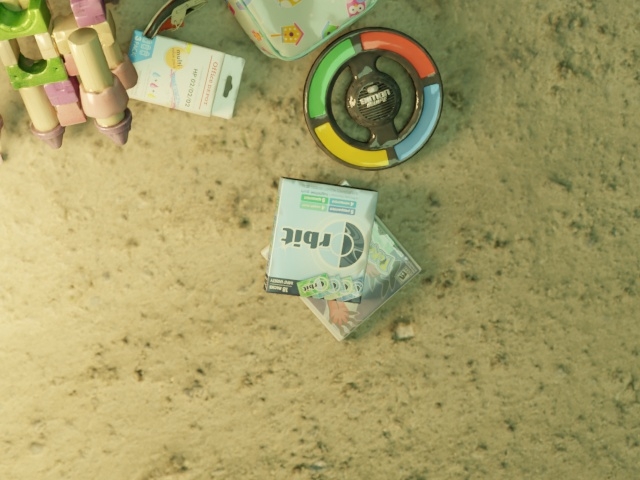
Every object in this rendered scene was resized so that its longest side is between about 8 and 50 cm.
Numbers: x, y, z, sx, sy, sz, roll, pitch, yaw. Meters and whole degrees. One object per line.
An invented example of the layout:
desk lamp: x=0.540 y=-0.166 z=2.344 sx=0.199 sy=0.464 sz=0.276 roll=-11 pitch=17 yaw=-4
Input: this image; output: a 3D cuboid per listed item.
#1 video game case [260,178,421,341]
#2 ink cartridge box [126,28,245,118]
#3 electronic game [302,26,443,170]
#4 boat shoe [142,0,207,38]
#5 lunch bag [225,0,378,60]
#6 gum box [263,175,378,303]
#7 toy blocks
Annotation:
video game case: x=0.035 y=0.033 z=2.006 sx=0.183 sy=0.023 sz=0.201 roll=-41 pitch=103 yaw=-1
ink cartridge box: x=-0.211 y=-0.254 z=1.896 sx=0.181 sy=0.061 sz=0.104 roll=12 pitch=97 yaw=-12
electronic game: x=0.084 y=-0.223 z=1.950 sx=0.229 sy=0.048 sz=0.229 roll=-3 pitch=106 yaw=-11
boat shoe: x=-0.220 y=-0.342 z=1.861 sx=0.043 sy=0.049 sz=0.137 roll=44 pitch=50 yaw=-10
lunch bag: x=-0.047 y=-0.425 z=1.873 sx=0.224 sy=0.108 sz=0.279 roll=-36 pitch=105 yaw=-8
gum box: x=0.000 y=0.000 z=1.962 sx=0.156 sy=0.041 sz=0.185 roll=7 pitch=97 yaw=-10
toy blocks: x=-0.407 y=-0.246 z=1.813 sx=0.288 sy=0.309 sz=0.260 roll=-11 pitch=134 yaw=4
